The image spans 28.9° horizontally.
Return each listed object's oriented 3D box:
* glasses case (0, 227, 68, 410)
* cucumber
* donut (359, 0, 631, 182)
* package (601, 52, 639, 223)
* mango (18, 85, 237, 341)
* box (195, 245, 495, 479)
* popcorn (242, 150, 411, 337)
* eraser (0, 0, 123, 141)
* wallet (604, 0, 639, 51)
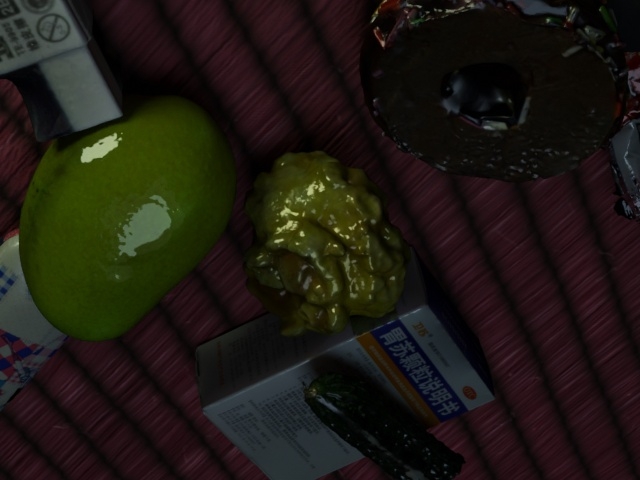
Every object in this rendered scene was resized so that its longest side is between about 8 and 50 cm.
[{"bbox_3d":[-0.365,0.105,1.390,0.125,0.076,0.327,30,120,-28],"label":"glasses case"},{"bbox_3d":[0.070,0.216,1.421,0.077,0.077,0.265,-33,127,19],"label":"cucumber"},{"bbox_3d":[0.164,-0.162,1.179,0.270,0.103,0.269,8,143,6],"label":"donut"},{"bbox_3d":[0.381,-0.137,1.309,0.194,0.071,0.269,-17,119,3],"label":"package"},{"bbox_3d":[-0.202,-0.027,1.232,0.185,0.149,0.273,40,103,-18],"label":"mango"},{"bbox_3d":[0.029,0.159,1.483,0.299,0.106,0.200,-27,130,13],"label":"box"},{"bbox_3d":[-0.003,0.003,1.287,0.155,0.197,0.197,-26,137,-25],"label":"popcorn"},{"bbox_3d":[-0.287,-0.269,1.057,0.098,0.096,0.404,-18,132,5],"label":"eraser"},{"bbox_3d":[0.290,-0.242,1.148,0.321,0.044,0.170,4,145,14],"label":"wallet"}]
